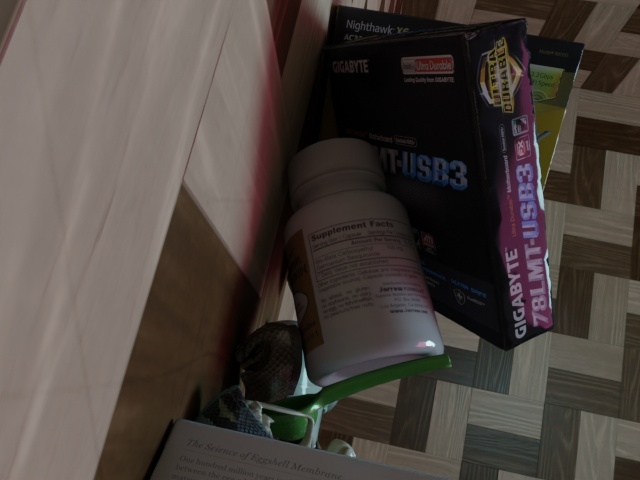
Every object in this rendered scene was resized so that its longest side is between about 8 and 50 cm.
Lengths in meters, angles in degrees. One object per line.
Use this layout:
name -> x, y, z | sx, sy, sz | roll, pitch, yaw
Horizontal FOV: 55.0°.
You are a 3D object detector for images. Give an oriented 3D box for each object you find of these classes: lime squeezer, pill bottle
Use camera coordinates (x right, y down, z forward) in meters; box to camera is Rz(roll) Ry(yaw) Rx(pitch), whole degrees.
lime squeezer -> -0.029, 0.183, 0.525 | 0.310, 0.110, 0.059 | -48, 163, -1
pill bottle -> 0.032, 0.020, 0.613 | 0.131, 0.131, 0.229 | 89, -10, -65

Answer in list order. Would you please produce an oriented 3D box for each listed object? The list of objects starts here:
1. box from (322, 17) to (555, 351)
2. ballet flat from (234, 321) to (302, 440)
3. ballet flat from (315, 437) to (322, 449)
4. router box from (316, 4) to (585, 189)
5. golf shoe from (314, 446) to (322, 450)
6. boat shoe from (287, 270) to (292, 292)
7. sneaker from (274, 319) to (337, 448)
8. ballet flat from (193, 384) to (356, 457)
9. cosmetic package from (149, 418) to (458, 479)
box -> 0.112, -0.072, 0.658 | 0.295, 0.073, 0.293 | 32, -41, 62
ballet flat -> -0.069, 0.185, 0.612 | 0.084, 0.058, 0.249 | -115, -147, -53
ballet flat -> -0.048, 0.448, 1.199 | 0.316, 0.108, 0.106 | -72, 153, -88
router box -> 0.156, -0.163, 0.818 | 0.081, 0.309, 0.242 | -81, 180, -70
golf shoe -> -0.052, 0.331, 0.815 | 0.273, 0.105, 0.120 | 76, 33, -76
boat shoe -> 0.001, 0.001, 0.857 | 0.227, 0.079, 0.081 | -61, 171, -58
sneaker -> -0.032, 0.220, 0.794 | 0.256, 0.094, 0.151 | 73, 21, -58
ballet flat -> -0.010, 0.174, 0.479 | 0.070, 0.188, 0.070 | -46, -160, 22
cosmetic package -> -0.015, 0.251, 0.350 | 0.224, 0.224, 0.138 | -71, 170, -53
